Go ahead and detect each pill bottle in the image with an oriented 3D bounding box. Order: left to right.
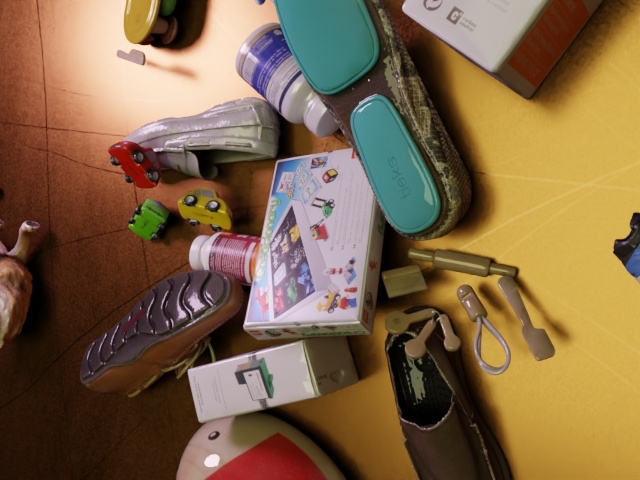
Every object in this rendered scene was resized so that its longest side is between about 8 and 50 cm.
[{"bbox_3d":[-0.143,0.031,1.341,0.152,0.086,0.086,8,93,25],"label":"pill bottle"},{"bbox_3d":[-0.039,-0.255,1.276,0.186,0.112,0.112,44,108,19],"label":"pill bottle"}]

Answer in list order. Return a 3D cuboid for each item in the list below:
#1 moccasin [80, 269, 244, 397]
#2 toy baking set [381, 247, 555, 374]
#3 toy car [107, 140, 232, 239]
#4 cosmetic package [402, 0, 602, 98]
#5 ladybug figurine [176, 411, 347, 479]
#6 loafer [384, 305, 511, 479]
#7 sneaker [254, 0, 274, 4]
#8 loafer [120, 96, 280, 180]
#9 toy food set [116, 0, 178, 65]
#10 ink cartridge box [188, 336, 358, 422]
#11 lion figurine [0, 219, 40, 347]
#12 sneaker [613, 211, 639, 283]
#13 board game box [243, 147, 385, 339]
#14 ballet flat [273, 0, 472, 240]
[{"bbox_3d":[-0.259,0.173,1.366,0.380,0.147,0.139,-40,39,28],"label":"moccasin"},{"bbox_3d":[0.207,0.099,1.139,0.256,0.030,0.197,7,54,12],"label":"toy baking set"},{"bbox_3d":[-0.280,-0.070,1.389,0.239,0.053,0.225,34,144,-13],"label":"toy car"},{"bbox_3d":[0.329,-0.428,1.032,0.161,0.230,0.453,41,107,20],"label":"cosmetic package"},{"bbox_3d":[-0.080,0.483,1.268,0.305,0.162,0.449,-48,71,18],"label":"ladybug figurine"},{"bbox_3d":[0.167,0.281,1.163,0.134,0.130,0.366,-25,79,24],"label":"loafer"},{"bbox_3d":[0.032,-0.445,1.255,0.322,0.130,0.236,11,118,9],"label":"sneaker"},{"bbox_3d":[-0.217,-0.157,1.365,0.319,0.112,0.111,-12,76,25],"label":"loafer"},{"bbox_3d":[-0.299,-0.418,1.437,0.128,0.071,0.218,17,96,49],"label":"toy food set"},{"bbox_3d":[-0.072,0.216,1.266,0.219,0.160,0.093,-18,82,24],"label":"ink cartridge box"},{"bbox_3d":[-0.701,0.025,1.609,0.392,0.142,0.240,39,114,36],"label":"lion figurine"},{"bbox_3d":[0.462,-0.016,1.058,0.084,0.058,0.152,48,116,9],"label":"sneaker"},{"bbox_3d":[0.000,0.000,1.216,0.193,0.053,0.305,-6,59,27],"label":"board game box"},{"bbox_3d":[0.085,-0.231,1.173,0.164,0.182,0.483,-27,92,36],"label":"ballet flat"}]
